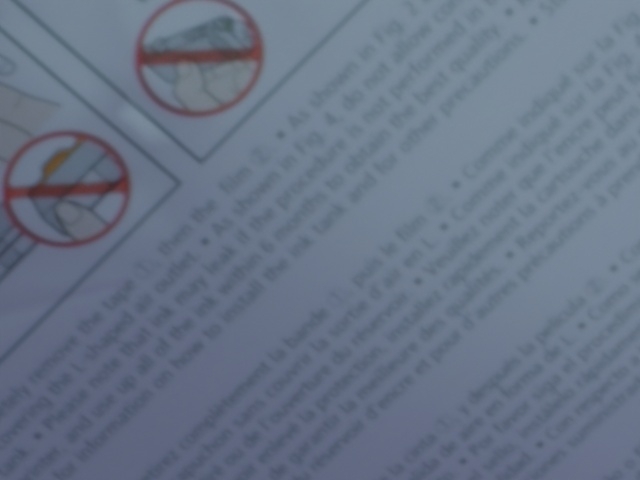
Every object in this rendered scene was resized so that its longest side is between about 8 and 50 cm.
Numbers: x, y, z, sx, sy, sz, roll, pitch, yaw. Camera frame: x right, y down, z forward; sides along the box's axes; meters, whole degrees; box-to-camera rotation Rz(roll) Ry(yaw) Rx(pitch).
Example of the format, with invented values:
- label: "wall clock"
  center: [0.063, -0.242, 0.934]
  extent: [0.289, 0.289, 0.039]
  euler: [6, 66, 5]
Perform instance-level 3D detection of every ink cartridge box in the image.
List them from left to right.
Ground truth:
- label: "ink cartridge box"
  center: [0.000, 0.000, 0.488]
  extent: [0.308, 0.091, 0.385]
  euler: [-44, 113, 11]
